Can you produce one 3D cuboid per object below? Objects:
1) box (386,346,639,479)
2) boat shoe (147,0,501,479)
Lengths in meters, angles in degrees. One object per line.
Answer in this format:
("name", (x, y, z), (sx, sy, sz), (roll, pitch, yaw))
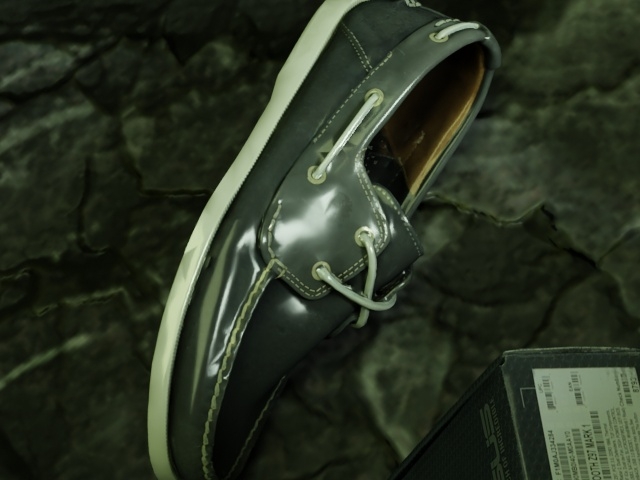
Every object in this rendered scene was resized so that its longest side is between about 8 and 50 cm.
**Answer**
("box", (0.070, 0.174, 0.512), (0.059, 0.183, 0.232), (0, 64, -15))
("boat shoe", (0.000, 0.000, 0.666), (0.079, 0.084, 0.233), (19, 70, 23))
